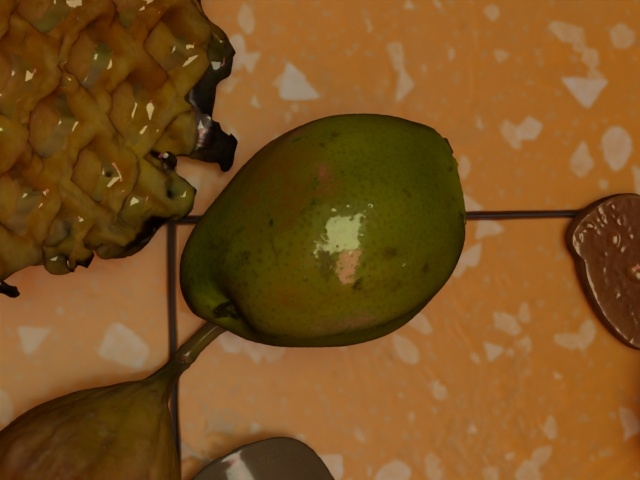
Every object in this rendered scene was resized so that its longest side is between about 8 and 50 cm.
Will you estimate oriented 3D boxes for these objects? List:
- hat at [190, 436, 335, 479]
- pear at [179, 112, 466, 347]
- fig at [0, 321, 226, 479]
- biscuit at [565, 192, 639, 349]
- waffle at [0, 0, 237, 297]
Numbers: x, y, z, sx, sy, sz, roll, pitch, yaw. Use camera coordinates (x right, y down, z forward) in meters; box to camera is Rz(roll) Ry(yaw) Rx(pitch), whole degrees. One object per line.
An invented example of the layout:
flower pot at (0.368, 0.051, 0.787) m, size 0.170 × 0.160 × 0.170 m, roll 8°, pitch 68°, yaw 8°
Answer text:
hat at (-0.028, 0.259, 0.967) m, size 0.166 × 0.144 × 0.173 m, roll -24°, pitch 115°, yaw -12°
pear at (0.000, 0.000, 0.944) m, size 0.220 × 0.187 × 0.187 m, roll -23°, pitch 92°, yaw -17°
fig at (-0.152, 0.155, 0.950) m, size 0.159 × 0.159 × 0.257 m, roll 42°, pitch 64°, yaw -6°
biscuit at (0.282, 0.024, 1.076) m, size 0.118 × 0.023 × 0.140 m, roll -21°, pitch 91°, yaw -10°
waffle at (-0.191, -0.156, 0.852) m, size 0.095 × 0.380 × 0.382 m, roll 7°, pitch 104°, yaw 30°
